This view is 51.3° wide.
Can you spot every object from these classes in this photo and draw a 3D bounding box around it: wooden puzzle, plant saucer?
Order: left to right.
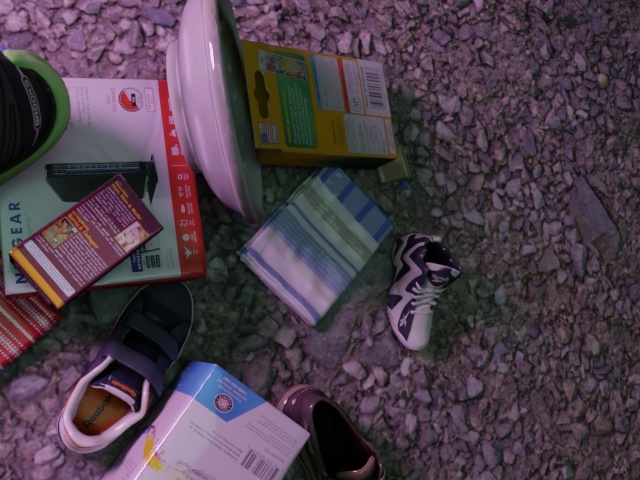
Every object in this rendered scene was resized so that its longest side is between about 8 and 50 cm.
[{"bbox_3d":[-0.172,-0.219,1.073,0.101,0.400,0.400,-9,86,1],"label":"plant saucer"},{"bbox_3d":[0.146,-0.159,1.383,0.079,0.014,0.116,-9,86,-20],"label":"wooden puzzle"}]

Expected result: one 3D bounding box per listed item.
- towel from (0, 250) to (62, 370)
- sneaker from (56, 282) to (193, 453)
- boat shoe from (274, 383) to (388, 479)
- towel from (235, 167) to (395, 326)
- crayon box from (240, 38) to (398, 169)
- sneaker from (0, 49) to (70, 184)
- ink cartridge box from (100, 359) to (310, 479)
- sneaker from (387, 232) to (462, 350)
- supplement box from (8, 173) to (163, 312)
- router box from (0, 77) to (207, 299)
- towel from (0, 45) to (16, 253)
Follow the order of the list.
[{"bbox_3d":[-0.565,0.138,1.002,0.275,0.031,0.198,-43,105,-19],"label":"towel"},{"bbox_3d":[-0.299,0.198,1.075,0.126,0.127,0.321,34,69,-15],"label":"sneaker"},{"bbox_3d":[0.045,0.418,1.190,0.132,0.130,0.355,-39,99,-23],"label":"boat shoe"},{"bbox_3d":[0.000,0.000,1.284,0.209,0.034,0.285,46,68,-12],"label":"towel"},{"bbox_3d":[-0.014,-0.245,1.248,0.323,0.083,0.203,-1,79,-36],"label":"crayon box"},{"bbox_3d":[-0.546,-0.072,0.877,0.185,0.202,0.482,39,94,13],"label":"sneaker"},{"bbox_3d":[-0.195,0.358,1.056,0.198,0.197,0.270,41,69,-14],"label":"ink cartridge box"},{"bbox_3d":[0.207,0.096,1.295,0.094,0.153,0.234,10,78,-21],"label":"sneaker"},{"bbox_3d":[-0.338,0.004,0.966,0.188,0.081,0.104,-42,99,-25],"label":"supplement box"},{"bbox_3d":[-0.356,-0.087,1.067,0.301,0.082,0.335,-6,83,-26],"label":"router box"},{"bbox_3d":[-0.508,-0.123,1.082,0.243,0.040,0.336,37,72,-17],"label":"towel"}]
